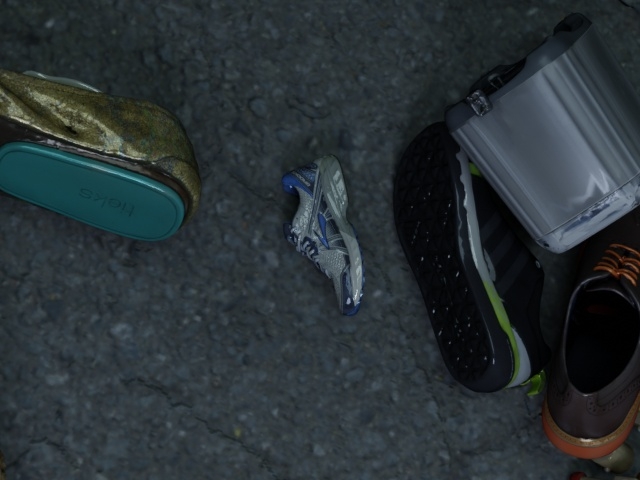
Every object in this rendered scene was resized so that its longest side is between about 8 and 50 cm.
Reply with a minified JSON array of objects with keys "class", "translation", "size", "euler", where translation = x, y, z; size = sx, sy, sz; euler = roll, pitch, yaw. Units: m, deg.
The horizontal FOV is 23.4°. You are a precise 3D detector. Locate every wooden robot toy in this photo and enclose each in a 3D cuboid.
[{"class":"wooden robot toy","translation":[0.253,0.214,1.270],"size":[0.079,0.076,0.173],"euler":[32,68,-42]}]

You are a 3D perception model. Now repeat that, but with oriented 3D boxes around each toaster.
[{"class":"toaster","translation":[0.193,-0.086,1.242],"size":[0.129,0.227,0.146],"euler":[-35,93,21]}]

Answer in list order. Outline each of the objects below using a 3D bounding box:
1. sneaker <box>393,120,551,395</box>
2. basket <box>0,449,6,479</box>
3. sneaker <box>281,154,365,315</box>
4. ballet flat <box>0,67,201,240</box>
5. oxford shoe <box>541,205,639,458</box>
[{"class":"sneaker","translation":[0.132,0.017,1.281],"size":[0.097,0.084,0.235],"euler":[-5,78,-39]},{"class":"basket","translation":[-0.321,0.255,1.014],"size":[0.223,0.213,0.299],"euler":[-3,105,2]},{"class":"sneaker","translation":[0.000,0.000,1.260],"size":[0.058,0.052,0.135],"euler":[-12,73,-6]},{"class":"ballet flat","translation":[-0.255,-0.096,1.172],"size":[0.348,0.123,0.123],"euler":[17,74,-19]},{"class":"oxford shoe","translation":[0.249,0.041,1.255],"size":[0.097,0.098,0.271],"euler":[12,58,14]}]
